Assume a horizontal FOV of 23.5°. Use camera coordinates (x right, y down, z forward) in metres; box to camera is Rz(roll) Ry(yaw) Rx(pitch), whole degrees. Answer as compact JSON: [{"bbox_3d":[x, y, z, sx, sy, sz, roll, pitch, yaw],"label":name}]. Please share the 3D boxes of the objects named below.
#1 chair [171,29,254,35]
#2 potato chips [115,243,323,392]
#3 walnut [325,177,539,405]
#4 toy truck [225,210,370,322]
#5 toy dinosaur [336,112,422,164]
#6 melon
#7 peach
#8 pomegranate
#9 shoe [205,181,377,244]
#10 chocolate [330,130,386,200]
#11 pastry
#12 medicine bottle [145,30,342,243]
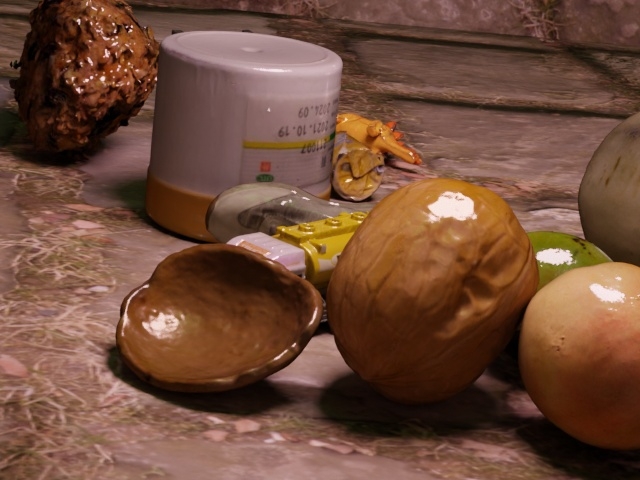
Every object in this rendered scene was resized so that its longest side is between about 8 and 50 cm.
[{"bbox_3d":[-0.148,-0.250,2.468,0.147,0.136,0.270,-1,17,-18],"label":"chair"},{"bbox_3d":[-0.095,0.086,1.502,0.208,0.062,0.195,-9,41,6],"label":"potato chips"},{"bbox_3d":[0.106,0.048,1.487,0.193,0.226,0.193,32,-16,10],"label":"walnut"},{"bbox_3d":[-0.017,0.035,1.653,0.098,0.114,0.227,21,23,39],"label":"toy truck"},{"bbox_3d":[0.053,-0.170,2.411,0.288,0.070,0.117,25,14,36],"label":"toy dinosaur"},{"bbox_3d":[0.450,-0.043,1.840,0.308,0.272,0.271,-1,9,40],"label":"melon"},{"bbox_3d":[0.277,0.111,1.434,0.184,0.184,0.184,6,17,-2],"label":"peach"},{"bbox_3d":[0.253,0.074,1.631,0.156,0.156,0.220,15,-12,25],"label":"pomegranate"},{"bbox_3d":[0.000,0.000,1.801,0.274,0.103,0.098,6,29,0],"label":"shoe"},{"bbox_3d":[0.029,-0.118,2.233,0.085,0.086,0.219,3,14,-13],"label":"chocolate"},{"bbox_3d":[-0.326,-0.236,2.192,0.192,0.275,0.275,6,16,-30],"label":"pastry"},{"bbox_3d":[-0.097,-0.134,1.961,0.237,0.232,0.238,7,18,-2],"label":"medicine bottle"}]
